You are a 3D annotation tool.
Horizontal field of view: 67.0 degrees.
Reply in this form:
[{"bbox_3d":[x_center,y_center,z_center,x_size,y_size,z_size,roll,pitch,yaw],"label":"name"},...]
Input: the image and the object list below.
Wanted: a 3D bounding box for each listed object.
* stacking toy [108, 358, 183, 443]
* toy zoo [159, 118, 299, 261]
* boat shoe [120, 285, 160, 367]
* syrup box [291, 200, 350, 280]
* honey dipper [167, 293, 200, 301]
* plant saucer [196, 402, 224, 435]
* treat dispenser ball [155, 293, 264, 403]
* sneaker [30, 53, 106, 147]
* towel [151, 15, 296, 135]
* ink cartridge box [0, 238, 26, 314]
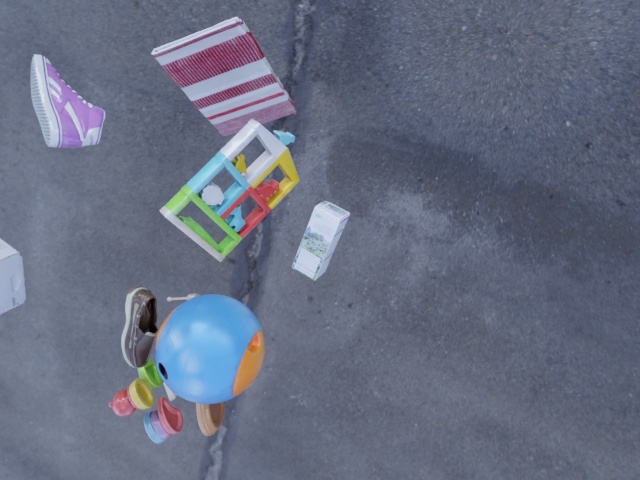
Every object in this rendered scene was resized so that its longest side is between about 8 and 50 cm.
[{"bbox_3d":[-0.689,0.641,1.923,0.131,0.279,0.308,-30,118,0],"label":"stacking toy"},{"bbox_3d":[-0.156,-0.109,0.976,0.293,0.192,0.030,-46,54,-7],"label":"toy zoo"},{"bbox_3d":[-0.522,0.268,1.420,0.095,0.095,0.257,15,111,28],"label":"boat shoe"},{"bbox_3d":[0.000,0.000,1.552,0.093,0.096,0.236,29,116,14],"label":"syrup box"},{"bbox_3d":[-0.496,0.209,1.732,0.161,0.030,0.030,-8,109,34],"label":"honey dipper"},{"bbox_3d":[-0.364,0.549,1.623,0.037,0.200,0.199,-7,110,6],"label":"plant saucer"},{"bbox_3d":[-0.293,0.289,1.299,0.289,0.288,0.287,8,115,18],"label":"treat dispenser ball"},{"bbox_3d":[-0.668,-0.366,1.290,0.102,0.161,0.281,-37,70,47],"label":"sneaker"},{"bbox_3d":[-0.232,-0.402,1.234,0.237,0.329,0.037,-15,62,15],"label":"towel"},{"bbox_3d":[-1.078,0.067,1.494,0.308,0.129,0.223,31,127,15],"label":"ink cartridge box"}]
